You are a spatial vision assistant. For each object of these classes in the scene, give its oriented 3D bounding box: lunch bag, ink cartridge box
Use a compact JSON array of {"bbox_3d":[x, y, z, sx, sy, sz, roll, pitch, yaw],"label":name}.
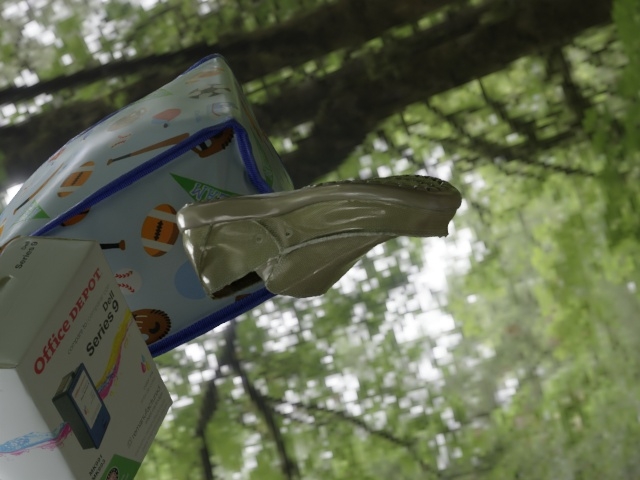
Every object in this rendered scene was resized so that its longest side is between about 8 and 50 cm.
[{"bbox_3d":[-0.218,0.003,1.663,0.239,0.385,0.328,62,-178,-17],"label":"lunch bag"},{"bbox_3d":[-0.224,0.123,1.301,0.154,0.093,0.212,-64,-34,-42],"label":"ink cartridge box"}]

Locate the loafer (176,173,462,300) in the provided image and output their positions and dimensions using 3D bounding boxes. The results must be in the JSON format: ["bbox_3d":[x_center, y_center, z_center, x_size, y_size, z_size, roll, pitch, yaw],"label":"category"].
[{"bbox_3d":[0.000,0.000,1.241,0.102,0.269,0.092,-8,-89,-52],"label":"loafer"}]
